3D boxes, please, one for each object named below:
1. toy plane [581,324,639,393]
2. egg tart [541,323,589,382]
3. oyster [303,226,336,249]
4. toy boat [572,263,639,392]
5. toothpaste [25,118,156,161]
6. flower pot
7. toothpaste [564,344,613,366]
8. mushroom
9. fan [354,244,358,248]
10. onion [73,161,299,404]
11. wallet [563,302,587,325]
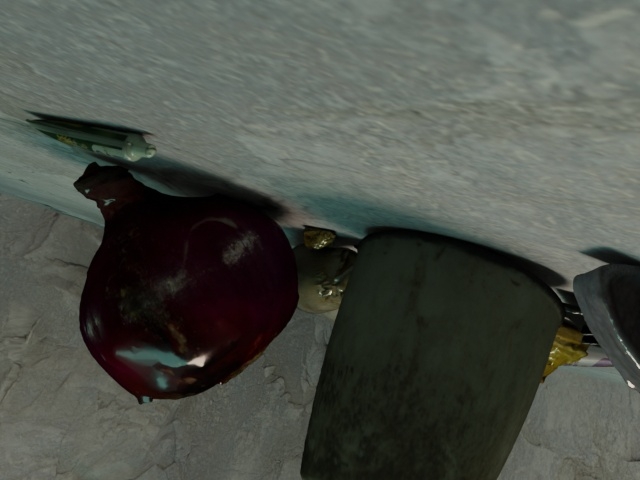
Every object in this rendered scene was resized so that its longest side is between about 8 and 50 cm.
[{"bbox_3d":[0.504,0.166,0.843,0.381,0.106,0.155,9,137,49],"label":"toy plane"},{"bbox_3d":[0.377,0.201,1.440,0.293,0.123,0.294,15,172,2],"label":"egg tart"},{"bbox_3d":[-0.003,-0.001,1.149,0.051,0.034,0.093,9,168,1],"label":"oyster"},{"bbox_3d":[0.408,0.117,0.688,0.276,0.111,0.293,41,165,-31],"label":"toy boat"},{"bbox_3d":[-0.268,-0.119,0.861,0.204,0.032,0.049,14,171,33],"label":"toothpaste"},{"bbox_3d":[0.132,0.193,0.952,0.293,0.330,0.294,20,159,8],"label":"flower pot"},{"bbox_3d":[0.570,0.247,1.595,0.299,0.073,0.114,8,172,10],"label":"toothpaste"},{"bbox_3d":[0.004,0.075,1.293,0.177,0.126,0.397,30,171,2],"label":"mushroom"},{"bbox_3d":[0.172,0.048,1.200,0.226,0.008,0.152,22,171,-30],"label":"fan"},{"bbox_3d":[-0.225,0.039,1.082,0.385,0.347,0.348,53,169,-2],"label":"onion"},{"bbox_3d":[0.509,0.150,1.051,0.322,0.041,0.247,18,176,28],"label":"wallet"}]
